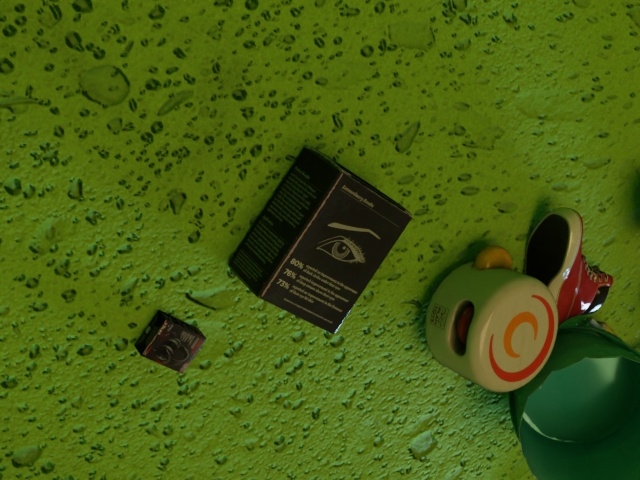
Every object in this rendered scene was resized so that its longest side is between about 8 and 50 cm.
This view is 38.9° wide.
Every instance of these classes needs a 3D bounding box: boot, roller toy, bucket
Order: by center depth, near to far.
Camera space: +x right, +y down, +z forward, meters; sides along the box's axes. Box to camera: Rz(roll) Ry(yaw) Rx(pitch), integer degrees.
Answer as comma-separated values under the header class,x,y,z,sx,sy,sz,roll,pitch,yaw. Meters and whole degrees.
class,x,y,z,sx,sy,sz,roll,pitch,yaw
roller toy,0.271,0.133,1.466,0.191,0.146,0.209,-40,122,-19
boot,0.443,0.038,1.564,0.176,0.088,0.244,-14,128,-25
bucket,0.464,0.289,1.580,0.281,0.183,0.281,1,105,2

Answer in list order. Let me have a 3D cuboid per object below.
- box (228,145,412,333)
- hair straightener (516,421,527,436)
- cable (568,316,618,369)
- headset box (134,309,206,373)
class,x,y,z,sx,sy,sz,roll,pitch,yaw
box,0.000,0.000,1.256,0.153,0.108,0.207,31,95,-38
hair straightener,0.468,0.345,1.753,0.230,0.047,0.089,-20,124,-27
cable,0.574,0.246,1.735,0.287,0.072,0.140,23,94,-27
headset box,-0.204,0.142,1.253,0.083,0.032,0.062,33,94,-37
